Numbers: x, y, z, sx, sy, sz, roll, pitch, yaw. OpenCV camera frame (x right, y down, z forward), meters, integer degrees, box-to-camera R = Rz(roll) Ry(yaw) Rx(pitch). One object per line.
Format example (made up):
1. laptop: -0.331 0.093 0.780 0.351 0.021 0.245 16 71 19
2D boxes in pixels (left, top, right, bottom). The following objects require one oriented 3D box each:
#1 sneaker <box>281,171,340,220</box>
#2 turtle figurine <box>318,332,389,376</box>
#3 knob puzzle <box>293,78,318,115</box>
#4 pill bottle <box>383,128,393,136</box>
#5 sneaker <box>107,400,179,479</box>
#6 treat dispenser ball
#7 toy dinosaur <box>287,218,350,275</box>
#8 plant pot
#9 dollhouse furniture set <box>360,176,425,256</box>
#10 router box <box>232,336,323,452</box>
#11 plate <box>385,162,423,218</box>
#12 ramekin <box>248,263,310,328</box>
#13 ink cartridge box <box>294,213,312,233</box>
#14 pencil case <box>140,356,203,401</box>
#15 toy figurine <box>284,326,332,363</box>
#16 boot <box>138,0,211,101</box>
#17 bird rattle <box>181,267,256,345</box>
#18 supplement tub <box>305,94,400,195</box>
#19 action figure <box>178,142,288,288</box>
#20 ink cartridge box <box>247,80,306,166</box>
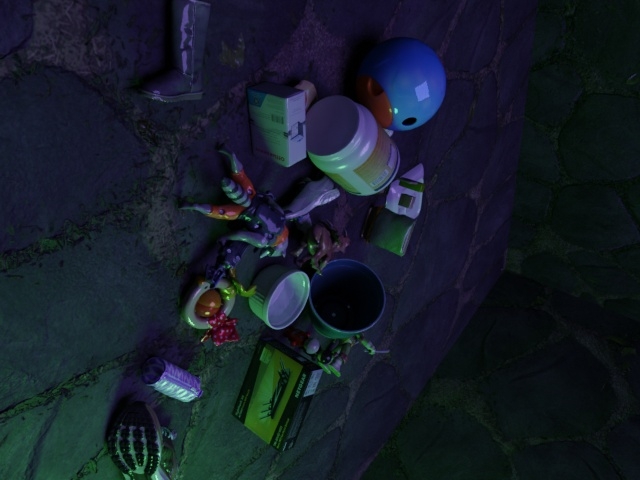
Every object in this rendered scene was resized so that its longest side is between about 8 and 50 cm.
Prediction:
1. sneaker: -0.064 -0.132 1.641 0.271 0.100 0.108 -32 102 -32
2. turtle figurine: 0.141 0.484 2.231 0.266 0.198 0.274 -44 139 -24
3. knob puzzle: -0.068 -0.380 1.506 0.213 0.030 0.213 -53 158 -31
4. pill bottle: 0.222 -0.419 1.870 0.065 0.065 0.116 -62 148 -6
5. sneaker: -0.489 0.595 1.499 0.182 0.158 0.410 -73 166 -60
6. treat dispenser ball: 0.254 -0.497 1.656 0.288 0.288 0.288 -34 136 -40
7. toy dinosaur: 0.000 0.000 1.734 0.200 0.127 0.295 -60 163 -11
8. plant pot: 0.069 0.241 1.892 0.271 0.272 0.255 -47 171 -27
9. dollhouse furniture set: 0.255 -0.105 2.000 0.151 0.198 0.301 -2 111 -56
10. router box: -0.152 0.526 1.790 0.081 0.243 0.308 10 102 -57
11. plate: 0.378 -0.167 2.281 0.278 0.045 0.277 -34 137 -38
12. ramekin: -0.140 0.175 1.700 0.207 0.109 0.207 -34 137 -39
13. ink cartridge box: -0.060 -0.067 1.730 0.048 0.028 0.083 -48 144 -26
14. pencil case: -0.419 0.398 1.466 0.086 0.088 0.206 -58 146 -15
15. toy figurine: -0.075 0.451 1.938 0.209 0.148 0.213 -56 147 -15
16. boot: -0.308 -0.409 1.105 0.190 0.076 0.208 -38 148 -58
17. bird rattle: -0.310 0.184 1.495 0.207 0.143 0.253 17 110 -46
18. supplement tub: 0.095 -0.290 1.613 0.316 0.228 0.228 29 86 -59
19. action figure: -0.210 -0.039 1.380 0.330 0.179 0.341 41 62 -38
20. ink cartridge box: -0.115 -0.312 1.385 0.082 0.140 0.190 -37 139 -40
